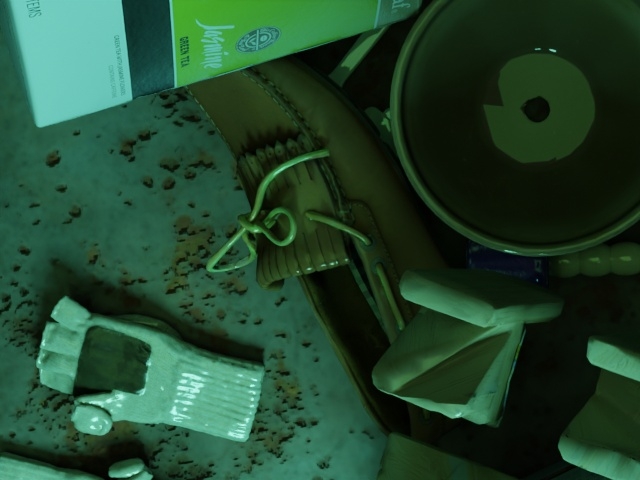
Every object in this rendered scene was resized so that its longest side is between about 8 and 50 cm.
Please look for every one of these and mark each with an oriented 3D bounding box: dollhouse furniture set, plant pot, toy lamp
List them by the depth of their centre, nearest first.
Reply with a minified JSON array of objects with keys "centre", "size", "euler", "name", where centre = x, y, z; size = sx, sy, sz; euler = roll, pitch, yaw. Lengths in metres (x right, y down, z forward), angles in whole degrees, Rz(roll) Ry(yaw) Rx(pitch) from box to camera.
[{"centre":[0.216,0.244,1.187],"size":[0.394,0.256,0.362],"euler":[19,98,27],"name":"dollhouse furniture set"},{"centre":[0.175,-0.107,1.467],"size":[0.237,0.110,0.237],"euler":[0,92,4],"name":"plant pot"},{"centre":[0.257,0.014,1.492],"size":[0.274,0.080,0.080],"euler":[-4,96,8],"name":"toy lamp"}]

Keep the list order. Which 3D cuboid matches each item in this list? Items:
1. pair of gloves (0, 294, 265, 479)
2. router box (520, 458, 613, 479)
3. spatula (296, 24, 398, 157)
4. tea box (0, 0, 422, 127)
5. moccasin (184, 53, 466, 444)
[{"centre":[-0.175,0.184,1.592],"size":[0.204,0.042,0.240],"euler":[22,100,5],"name":"pair of gloves"},{"centre":[0.188,0.246,1.417],"size":[0.335,0.301,0.082],"euler":[-27,92,11],"name":"router box"},{"centre":[0.034,-0.167,1.531],"size":[0.168,0.019,0.242],"euler":[38,101,3],"name":"spatula"},{"centre":[-0.096,-0.289,1.311],"size":[0.323,0.329,0.220],"euler":[-16,66,-10],"name":"tea box"},{"centre":[-0.002,0.000,1.479],"size":[0.147,0.139,0.380],"euler":[-38,104,-29],"name":"moccasin"}]
